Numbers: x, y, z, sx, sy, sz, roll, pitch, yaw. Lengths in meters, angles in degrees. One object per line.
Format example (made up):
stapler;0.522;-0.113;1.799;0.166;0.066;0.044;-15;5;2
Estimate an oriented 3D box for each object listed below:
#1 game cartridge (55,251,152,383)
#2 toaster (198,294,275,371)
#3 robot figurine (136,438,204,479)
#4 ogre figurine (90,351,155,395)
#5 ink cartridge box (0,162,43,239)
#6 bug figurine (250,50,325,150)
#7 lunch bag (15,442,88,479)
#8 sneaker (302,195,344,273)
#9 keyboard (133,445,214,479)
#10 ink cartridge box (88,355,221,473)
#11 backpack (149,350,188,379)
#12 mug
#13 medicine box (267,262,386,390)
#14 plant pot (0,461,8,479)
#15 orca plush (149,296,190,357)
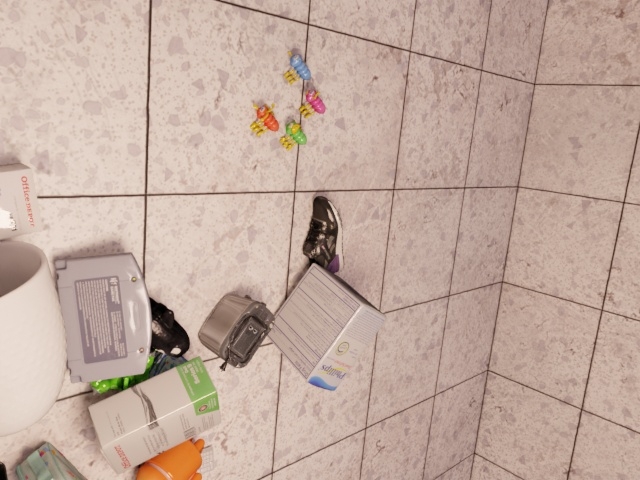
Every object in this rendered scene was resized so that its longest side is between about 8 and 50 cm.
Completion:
game cartridge;-0.501;0.179;1.286;0.195;0.060;0.295;-5;98;-12
toaster;-0.250;0.263;1.573;0.227;0.146;0.129;-57;133;-17
robot figurine;-0.420;0.631;1.515;0.219;0.128;0.158;-44;112;-46
ogre figurine;-0.507;0.319;1.374;0.197;0.096;0.118;-6;95;-55
ink cartridge box;-0.679;-0.071;1.096;0.190;0.082;0.140;-18;114;-39
bug figurine;-0.078;-0.400;1.599;0.216;0.072;0.279;42;72;-43
lunch bag;-0.587;0.592;1.249;0.108;0.279;0.224;-45;118;-27
sneaker;0.000;0.000;1.778;0.124;0.107;0.284;-25;119;-31
keyboard;-0.424;0.673;1.598;0.256;0.014;0.072;0;79;-43
ink cartridge box;-0.411;0.444;1.385;0.289;0.122;0.211;-22;147;-23
backpack;-0.422;0.354;1.475;0.114;0.084;0.105;-53;130;-15
mug;-0.695;0.213;1.064;0.373;0.276;0.328;-7;118;-12
medicine box;0.009;0.267;1.706;0.149;0.263;0.289;33;94;-45
plant pot;-0.778;0.549;1.121;0.167;0.188;0.187;-44;130;-11
orca plush;-0.411;0.178;1.388;0.287;0.102;0.151;62;23;-11
